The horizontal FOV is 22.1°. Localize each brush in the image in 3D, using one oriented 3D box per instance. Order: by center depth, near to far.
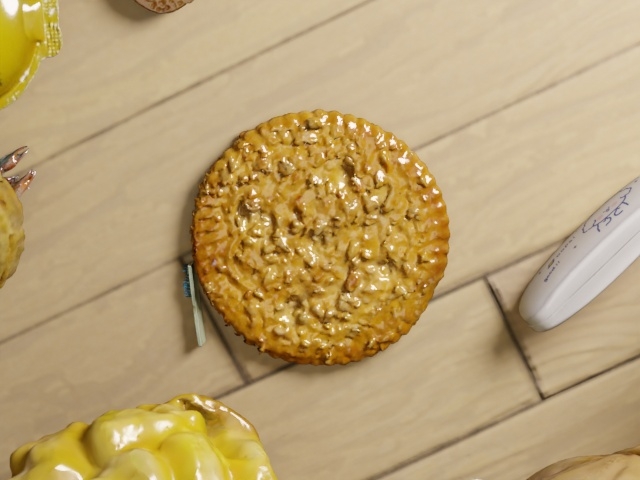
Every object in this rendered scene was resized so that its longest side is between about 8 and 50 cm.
[{"bbox_3d":[-0.122,0.062,1.580,0.013,0.016,0.083,-4,105,15],"label":"brush"}]

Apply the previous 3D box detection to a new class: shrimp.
[{"bbox_3d":[-0.305,-0.050,1.547,0.092,0.029,0.038,-38,100,6],"label":"shrimp"}]

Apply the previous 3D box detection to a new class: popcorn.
[{"bbox_3d":[-0.168,0.324,1.517,0.349,0.382,0.349,9,68,-22],"label":"popcorn"}]

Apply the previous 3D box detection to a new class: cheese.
[{"bbox_3d":[-0.365,-0.193,1.489,0.270,0.069,0.176,-4,101,12],"label":"cheese"}]

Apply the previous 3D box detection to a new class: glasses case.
[{"bbox_3d":[0.262,0.008,1.530,0.049,0.076,0.197,42,102,-11],"label":"glasses case"}]

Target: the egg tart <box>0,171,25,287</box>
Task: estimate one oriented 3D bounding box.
[{"bbox_3d":[-0.432,-0.032,1.463,0.345,0.132,0.345,-1,137,-1],"label":"egg tart"}]

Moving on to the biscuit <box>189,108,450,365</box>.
[{"bbox_3d":[0.000,0.000,1.553,0.254,0.035,0.254,0,104,1],"label":"biscuit"}]

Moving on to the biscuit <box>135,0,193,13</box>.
[{"bbox_3d":[-0.149,-0.307,1.475,0.138,0.031,0.205,-4,105,2],"label":"biscuit"}]

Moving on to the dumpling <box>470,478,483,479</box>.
[{"bbox_3d":[0.160,0.275,1.624,0.076,0.057,0.052,51,140,14],"label":"dumpling"}]

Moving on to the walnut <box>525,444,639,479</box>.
[{"bbox_3d":[0.289,0.363,1.491,0.381,0.381,0.381,0,105,1],"label":"walnut"}]
